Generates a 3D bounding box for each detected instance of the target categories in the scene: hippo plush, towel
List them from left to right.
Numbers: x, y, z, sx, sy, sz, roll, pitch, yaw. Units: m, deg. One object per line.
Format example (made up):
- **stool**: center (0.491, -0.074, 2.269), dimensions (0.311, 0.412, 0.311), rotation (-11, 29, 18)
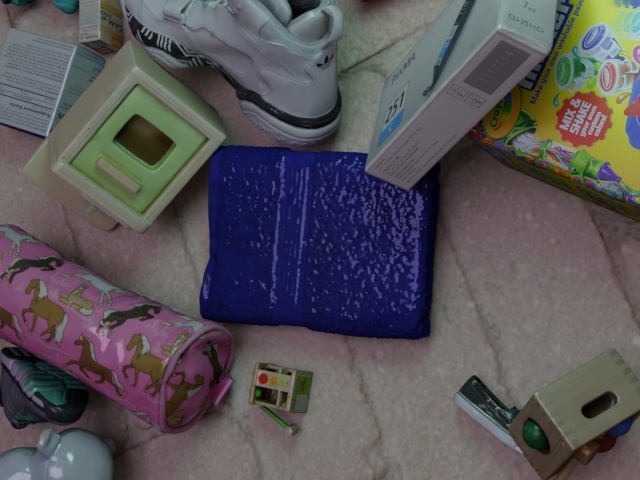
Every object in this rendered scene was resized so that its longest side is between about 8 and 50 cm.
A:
- **hippo plush**: center (-0.337, 0.356, 1.457), dimensions (0.294, 0.234, 0.237), rotation (-16, 77, 22)
- **towel**: center (0.000, 0.000, 1.453), dimensions (0.308, 0.076, 0.228), rotation (4, 90, 25)

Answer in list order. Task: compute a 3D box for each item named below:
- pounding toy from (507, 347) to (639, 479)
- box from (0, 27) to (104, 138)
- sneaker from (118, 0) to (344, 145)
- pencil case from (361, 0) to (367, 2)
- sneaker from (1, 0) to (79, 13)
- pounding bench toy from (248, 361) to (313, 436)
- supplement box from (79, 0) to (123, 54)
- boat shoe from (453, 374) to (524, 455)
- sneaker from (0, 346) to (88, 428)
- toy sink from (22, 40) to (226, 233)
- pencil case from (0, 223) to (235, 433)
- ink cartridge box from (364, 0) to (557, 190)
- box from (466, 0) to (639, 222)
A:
- **pounding toy**: center (0.269, 0.210, 1.251), dimensions (0.141, 0.130, 0.100), rotation (-26, 67, -20)
- **box**: center (-0.392, -0.215, 1.654), dimensions (0.126, 0.072, 0.137), rotation (18, 89, 25)
- **sneaker**: center (-0.108, -0.292, 1.452), dimensions (0.366, 0.210, 0.137), rotation (39, 55, 20)
- **pencil case**: center (0.121, -0.378, 1.440), dimensions (0.209, 0.095, 0.098), rotation (-23, 109, 17)
- **sneaker**: center (-0.452, -0.398, 1.695), dimensions (0.275, 0.107, 0.110), rotation (18, 99, 25)
- **pounding bench toy**: center (-0.055, 0.197, 1.454), dimensions (0.065, 0.052, 0.083), rotation (8, 86, 25)
- **supplement box**: center (-0.306, -0.317, 1.636), dimensions (0.036, 0.062, 0.099), rotation (-5, 81, 22)
- **boat shoe**: center (0.215, 0.206, 1.335), dimensions (0.142, 0.049, 0.040), rotation (35, 97, 26)
- **sneaker**: center (-0.372, 0.219, 1.555), dimensions (0.223, 0.083, 0.098), rotation (27, 107, 57)
- **toy sink**: center (-0.258, -0.110, 1.509), dimensions (0.234, 0.152, 0.131), rotation (-46, 27, 11)
- **pencil case**: center (-0.298, 0.112, 1.509), dimensions (0.386, 0.167, 0.160), rotation (23, 120, 25)
- **ink cartridge box**: center (0.159, -0.231, 1.265), dimensions (0.066, 0.296, 0.261), rotation (23, 58, -14)
- **box**: center (0.353, -0.178, 1.260), dimensions (0.279, 0.177, 0.290), rotation (26, 93, 26)
